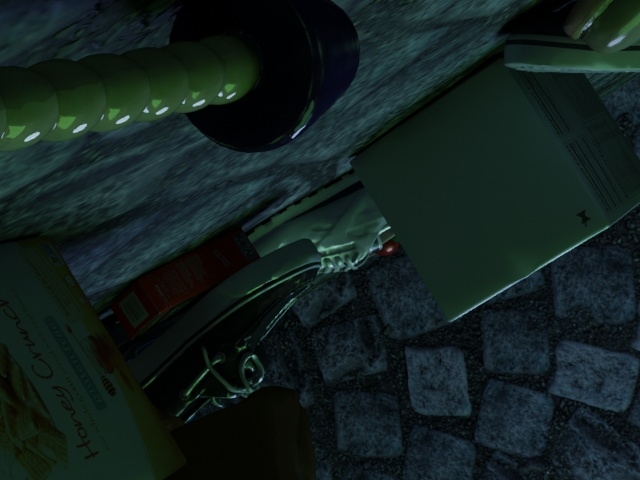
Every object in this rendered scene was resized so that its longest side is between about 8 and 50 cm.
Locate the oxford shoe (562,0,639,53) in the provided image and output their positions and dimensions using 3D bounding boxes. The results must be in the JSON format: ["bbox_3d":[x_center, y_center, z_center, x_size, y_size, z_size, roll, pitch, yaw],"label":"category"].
[{"bbox_3d":[0.385,-0.247,1.108,0.397,0.146,0.140,-32,178,7],"label":"oxford shoe"}]

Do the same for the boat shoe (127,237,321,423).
[{"bbox_3d":[-0.106,0.124,1.384,0.306,0.105,0.113,-38,168,-2],"label":"boat shoe"}]

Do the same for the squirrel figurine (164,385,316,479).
[{"bbox_3d":[-0.164,0.302,0.964,0.371,0.281,0.397,-25,171,9],"label":"squirrel figurine"}]

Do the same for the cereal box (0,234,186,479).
[{"bbox_3d":[-0.177,0.089,0.756,0.047,0.173,0.240,-33,176,17],"label":"cereal box"}]

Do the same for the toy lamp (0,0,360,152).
[{"bbox_3d":[-0.068,-0.058,0.516,0.080,0.080,0.275,-35,175,31],"label":"toy lamp"}]

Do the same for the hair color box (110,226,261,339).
[{"bbox_3d":[-0.133,0.042,1.379,0.141,0.043,0.072,-29,173,-40],"label":"hair color box"}]

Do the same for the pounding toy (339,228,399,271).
[{"bbox_3d":[0.080,-0.032,1.713,0.181,0.094,0.206,-35,174,34],"label":"pounding toy"}]

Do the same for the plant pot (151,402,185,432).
[{"bbox_3d":[-0.232,0.176,1.231,0.205,0.188,0.205,-32,176,-2],"label":"plant pot"}]

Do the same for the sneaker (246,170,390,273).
[{"bbox_3d":[0.000,0.000,1.524,0.235,0.094,0.090,-30,177,-9],"label":"sneaker"}]

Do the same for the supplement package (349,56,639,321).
[{"bbox_3d":[0.202,-0.069,1.475,0.199,0.198,0.263,-34,176,25],"label":"supplement package"}]

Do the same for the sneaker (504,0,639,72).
[{"bbox_3d":[0.311,-0.212,1.260,0.321,0.127,0.126,-4,-171,-23],"label":"sneaker"}]

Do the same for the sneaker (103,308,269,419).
[{"bbox_3d":[-0.207,0.155,1.495,0.341,0.139,0.125,-29,176,-24],"label":"sneaker"}]
